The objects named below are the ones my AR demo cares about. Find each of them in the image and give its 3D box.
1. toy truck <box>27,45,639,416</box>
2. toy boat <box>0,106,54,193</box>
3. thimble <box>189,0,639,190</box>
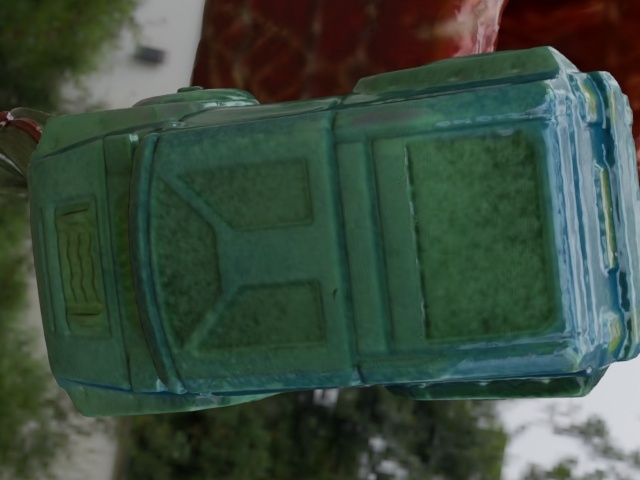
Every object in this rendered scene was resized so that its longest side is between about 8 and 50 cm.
[{"bbox_3d":[0.000,0.000,0.737,0.156,0.278,0.155,-10,95,-64],"label":"toy truck"},{"bbox_3d":[-0.246,-0.068,1.404,0.185,0.089,0.071,10,-114,51],"label":"toy boat"},{"bbox_3d":[0.097,-0.121,1.114,0.230,0.350,0.350,10,-91,41],"label":"thimble"}]
